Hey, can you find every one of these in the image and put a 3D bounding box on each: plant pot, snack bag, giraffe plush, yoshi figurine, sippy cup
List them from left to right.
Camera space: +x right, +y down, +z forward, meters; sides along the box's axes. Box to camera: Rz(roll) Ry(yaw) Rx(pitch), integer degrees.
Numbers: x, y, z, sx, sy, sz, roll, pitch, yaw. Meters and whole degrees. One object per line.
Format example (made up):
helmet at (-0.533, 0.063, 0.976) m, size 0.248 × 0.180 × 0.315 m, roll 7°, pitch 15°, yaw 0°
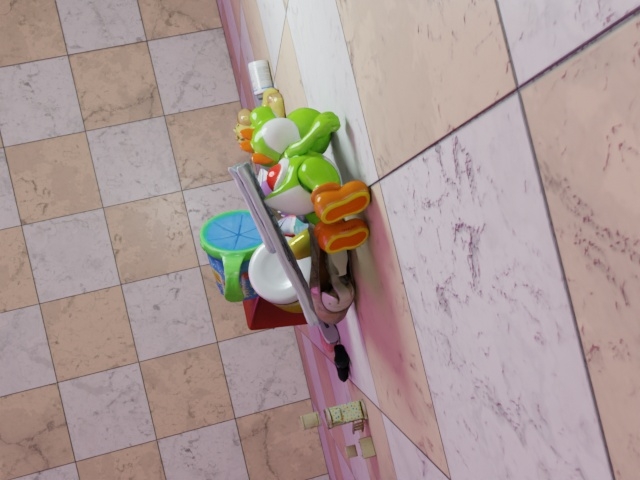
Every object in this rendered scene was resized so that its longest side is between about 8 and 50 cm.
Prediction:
sippy cup at (-0.247, 0.058, 1.891) m, size 0.240 × 0.305 × 0.224 m, roll 23°, pitch 131°, yaw 30°
giraffe plush at (-0.201, -0.379, 1.975) m, size 0.181 × 0.171 × 0.210 m, roll -179°, pitch 75°, yaw -82°
snack bag at (-0.097, -0.006, 1.260) m, size 0.323 × 0.037 × 0.342 m, roll -121°, pitch 5°, yaw -80°
plant pot at (-0.136, 0.131, 2.149) m, size 0.235 × 0.267 × 0.267 m, roll 104°, pitch 155°, yaw -44°
yoshi figurine at (-0.009, -0.157, 1.196) m, size 0.203 × 0.203 × 0.362 m, roll 20°, pitch -152°, yaw -51°

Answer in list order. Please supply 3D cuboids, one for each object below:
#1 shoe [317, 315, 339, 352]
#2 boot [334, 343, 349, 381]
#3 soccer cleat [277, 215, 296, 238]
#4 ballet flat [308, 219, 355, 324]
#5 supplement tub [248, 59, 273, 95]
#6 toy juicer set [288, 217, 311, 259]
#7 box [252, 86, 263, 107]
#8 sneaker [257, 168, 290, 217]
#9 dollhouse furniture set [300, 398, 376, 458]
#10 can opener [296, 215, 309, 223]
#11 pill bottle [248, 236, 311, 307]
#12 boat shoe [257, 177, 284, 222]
shoe at (0.011, 0.272, 1.951) m, size 0.081 × 0.064 × 0.178 m, roll 95°, pitch 156°, yaw -52°
boot at (0.065, 0.382, 1.825) m, size 0.121 × 0.045 × 0.099 m, roll -104°, pitch 6°, yaw -68°
soccer cleat at (-0.083, -0.050, 1.875) m, size 0.248 × 0.083 × 0.095 m, roll 6°, pitch 91°, yaw 61°
ballet flat at (0.029, 0.079, 1.396) m, size 0.106 × 0.108 × 0.316 m, roll 39°, pitch 144°, yaw 56°
supplement tub at (-0.202, -0.553, 2.063) m, size 0.071 × 0.071 × 0.107 m, roll -149°, pitch 47°, yaw -79°
toy juicer set at (0.000, 0.000, 1.590) m, size 0.209 × 0.089 × 0.329 m, roll 58°, pitch -168°, yaw -25°
box at (-0.241, -0.583, 2.405) m, size 0.186 × 0.038 × 0.145 m, roll 91°, pitch 164°, yaw -57°
sneaker at (-0.132, -0.118, 1.969) m, size 0.102 × 0.161 × 0.282 m, roll -123°, pitch 20°, yaw -63°
dollhouse furniture set at (0.050, 0.550, 1.709) m, size 0.101 × 0.182 × 0.161 m, roll 100°, pitch 156°, yaw -70°
can opener at (-0.043, -0.152, 1.514) m, size 0.076 × 0.095 × 0.283 m, roll 86°, pitch 168°, yaw -46°
pill bottle at (-0.082, 0.113, 1.786) m, size 0.334 × 0.188 × 0.187 m, roll 57°, pitch -163°, yaw -73°
boat shoe at (-0.188, -0.124, 2.370) m, size 0.341 × 0.110 × 0.121 m, roll 67°, pitch -173°, yaw -45°
